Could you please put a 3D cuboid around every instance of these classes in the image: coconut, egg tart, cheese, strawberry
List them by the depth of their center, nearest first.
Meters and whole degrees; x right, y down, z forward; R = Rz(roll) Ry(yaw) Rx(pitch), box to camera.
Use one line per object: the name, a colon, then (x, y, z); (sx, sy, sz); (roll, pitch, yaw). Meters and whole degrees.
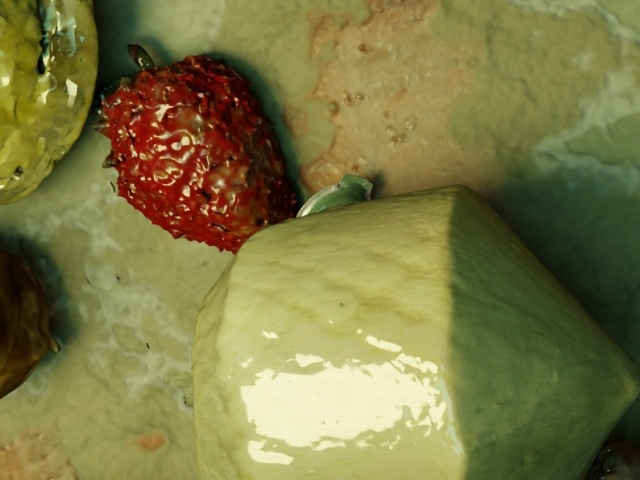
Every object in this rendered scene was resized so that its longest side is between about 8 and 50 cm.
coconut: (0.073, 0.107, 1.368); (0.329, 0.329, 0.328); (3, 103, 13)
strawberry: (-0.101, -0.061, 1.471); (0.140, 0.085, 0.192); (-11, 102, 13)
egg tart: (-0.300, -0.152, 1.475); (0.279, 0.095, 0.279); (4, 100, 24)
cheese: (0.000, 0.000, 1.477); (0.067, 0.026, 0.120); (19, 113, -37)

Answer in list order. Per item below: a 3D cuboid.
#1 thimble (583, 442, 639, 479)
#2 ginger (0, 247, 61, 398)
thimble: (0.221, 0.277, 1.398); (0.162, 0.239, 0.239); (33, 108, 4)
ginger: (-0.396, 0.044, 1.466); (0.357, 0.274, 0.152); (18, 101, 10)
